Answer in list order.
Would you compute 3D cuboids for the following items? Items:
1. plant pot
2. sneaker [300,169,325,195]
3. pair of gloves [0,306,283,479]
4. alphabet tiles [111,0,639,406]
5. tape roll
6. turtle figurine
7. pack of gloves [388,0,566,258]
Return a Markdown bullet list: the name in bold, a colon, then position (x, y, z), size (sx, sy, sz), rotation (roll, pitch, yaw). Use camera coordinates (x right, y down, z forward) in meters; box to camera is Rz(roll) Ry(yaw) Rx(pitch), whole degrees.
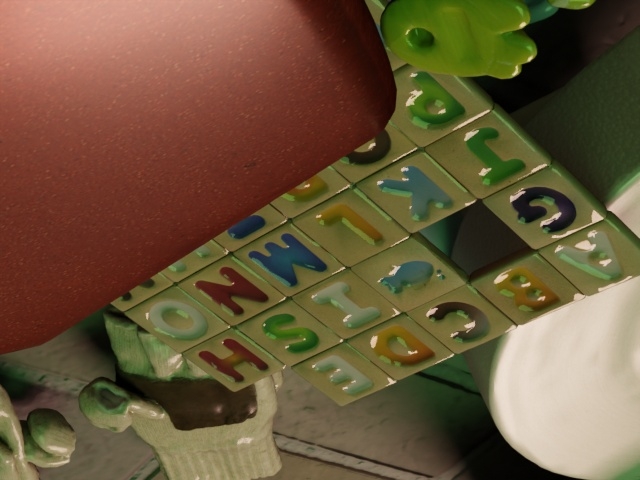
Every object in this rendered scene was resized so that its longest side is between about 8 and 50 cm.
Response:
- **plant pot**: position (-0.124, -0.105, 0.524), size (0.267, 0.267, 0.235), rotation (-32, 151, 17)
- **sneaker**: position (-0.021, -0.092, 0.701), size (0.076, 0.065, 0.167), rotation (9, 128, 3)
- **pair of gloves**: position (-0.138, 0.105, 0.898), size (0.240, 0.042, 0.204), rotation (-6, 145, -6)
- **alphabet tiles**: position (0.000, 0.000, 0.736), size (0.237, 0.009, 0.198), rotation (-28, 126, 35)
- **tape roll**: position (0.257, -0.005, 0.857), size (0.392, 0.072, 0.392), rotation (-15, 145, -11)
- **turtle figurine**: position (0.084, -0.175, 0.581), size (0.087, 0.217, 0.270), rotation (24, 140, 13)
- **pack of gloves**: position (0.025, -0.062, 0.798), size (0.232, 0.046, 0.195), rotation (-23, 130, 2)
